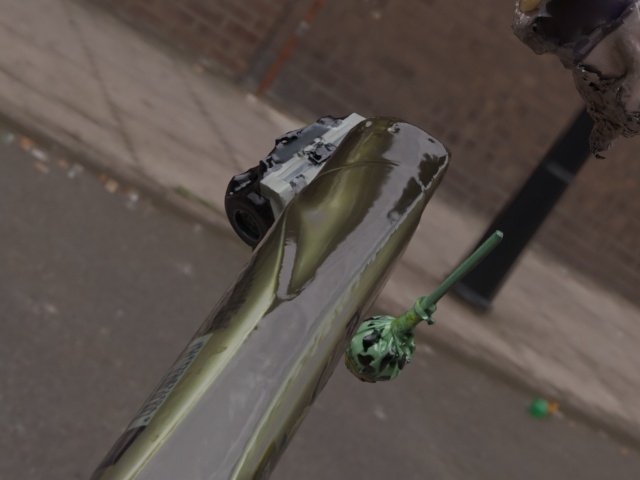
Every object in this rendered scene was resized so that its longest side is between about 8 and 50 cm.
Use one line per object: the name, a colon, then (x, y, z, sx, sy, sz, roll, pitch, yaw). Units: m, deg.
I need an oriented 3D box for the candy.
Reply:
candy: (0.132, 0.078, 1.890, 0.091, 0.305, 0.083, -14, 65, -49)

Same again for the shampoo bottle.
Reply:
shampoo bottle: (-0.027, 0.056, 0.913, 0.084, 0.125, 0.350, 35, 53, -2)

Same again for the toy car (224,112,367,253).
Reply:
toy car: (0.001, 0.002, 1.718, 0.118, 0.301, 0.193, 29, 51, 33)

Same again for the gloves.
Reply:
gloves: (0.191, -0.128, 0.976, 0.144, 0.110, 0.094, 52, 6, -25)
